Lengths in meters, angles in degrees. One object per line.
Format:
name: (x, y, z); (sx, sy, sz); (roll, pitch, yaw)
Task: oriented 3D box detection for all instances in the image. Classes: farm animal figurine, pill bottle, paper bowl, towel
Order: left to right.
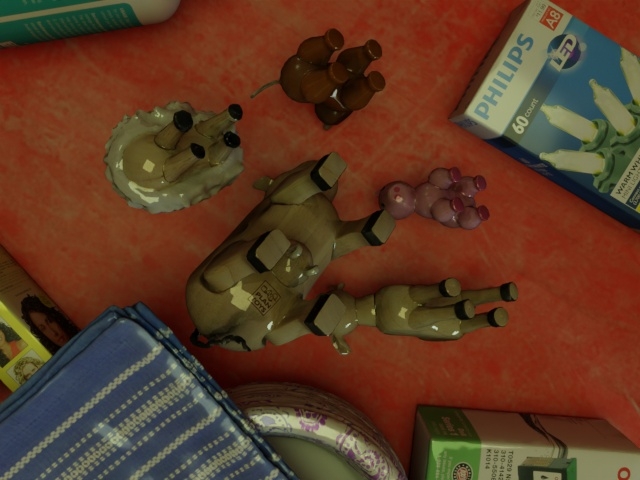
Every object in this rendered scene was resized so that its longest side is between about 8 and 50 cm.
pill bottle: (-0.224, -0.259, 0.594); (0.264, 0.146, 0.146); (-9, 96, -2)
towel: (-0.138, 0.245, 0.559); (0.243, 0.040, 0.336); (-41, 95, 2)
paper bowl: (-0.048, 0.280, 0.658); (0.284, 0.148, 0.284); (0, 96, -2)
farm animal figurine: (0.000, 0.000, 0.613); (0.327, 0.172, 0.330); (-34, 99, -40)

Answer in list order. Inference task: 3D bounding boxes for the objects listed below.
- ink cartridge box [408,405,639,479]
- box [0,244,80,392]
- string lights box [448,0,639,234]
ink cartridge box: (0.207, 0.270, 0.695); (0.219, 0.092, 0.160); (4, 96, -2)
box: (-0.316, 0.068, 0.656); (0.058, 0.087, 0.232); (-41, 97, 4)
string lights box: (0.277, -0.115, 0.665); (0.260, 0.077, 0.133); (29, 95, -5)
